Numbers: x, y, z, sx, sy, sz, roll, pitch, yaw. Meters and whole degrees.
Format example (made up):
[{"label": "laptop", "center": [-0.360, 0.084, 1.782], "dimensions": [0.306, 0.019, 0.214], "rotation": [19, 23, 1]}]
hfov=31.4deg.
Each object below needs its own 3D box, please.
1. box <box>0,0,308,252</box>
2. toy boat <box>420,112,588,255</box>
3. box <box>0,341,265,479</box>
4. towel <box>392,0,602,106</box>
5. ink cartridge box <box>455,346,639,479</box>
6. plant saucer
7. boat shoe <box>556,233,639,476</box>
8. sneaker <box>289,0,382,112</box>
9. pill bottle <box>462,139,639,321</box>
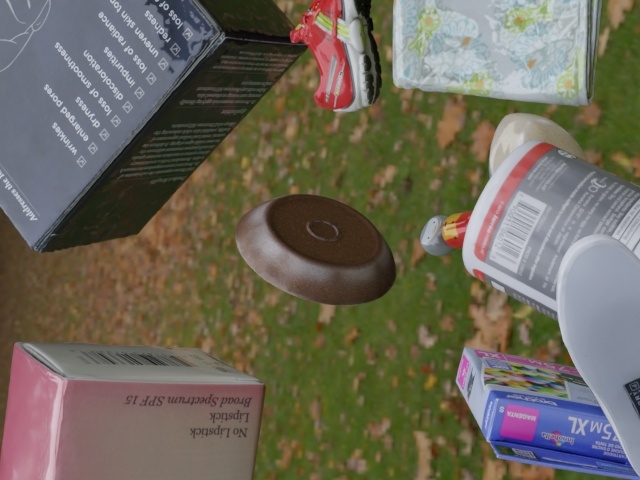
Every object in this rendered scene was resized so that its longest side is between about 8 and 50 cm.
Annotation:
[{"label": "box", "center": [-0.367, -0.319, 1.799], "dimensions": [0.472, 0.297, 0.480], "rotation": [-44, 77, 22]}, {"label": "toy boat", "center": [0.312, -0.063, 1.874], "dimensions": [0.148, 0.318, 0.267], "rotation": [-18, 96, 61]}, {"label": "box", "center": [-0.141, 0.196, 0.797], "dimensions": [0.127, 0.149, 0.232], "rotation": [13, 97, 60]}, {"label": "towel", "center": [0.296, -0.399, 1.922], "dimensions": [0.090, 0.374, 0.320], "rotation": [-29, -55, -58]}, {"label": "ink cartridge box", "center": [0.280, 0.206, 1.391], "dimensions": [0.311, 0.186, 0.065], "rotation": [-92, 13, -80]}, {"label": "plant saucer", "center": [0.000, 0.000, 1.340], "dimensions": [0.198, 0.199, 0.036], "rotation": [-105, 28, -50]}, {"label": "boat shoe", "center": [0.271, 0.102, 1.034], "dimensions": [0.084, 0.095, 0.258], "rotation": [-96, -14, -68]}, {"label": "sneaker", "center": [0.009, -0.323, 1.647], "dimensions": [0.107, 0.118, 0.279], "rotation": [-31, -66, -71]}, {"label": "pill bottle", "center": [0.389, 0.031, 1.495], "dimensions": [0.363, 0.210, 0.210], "rotation": [30, 118, 23]}]
